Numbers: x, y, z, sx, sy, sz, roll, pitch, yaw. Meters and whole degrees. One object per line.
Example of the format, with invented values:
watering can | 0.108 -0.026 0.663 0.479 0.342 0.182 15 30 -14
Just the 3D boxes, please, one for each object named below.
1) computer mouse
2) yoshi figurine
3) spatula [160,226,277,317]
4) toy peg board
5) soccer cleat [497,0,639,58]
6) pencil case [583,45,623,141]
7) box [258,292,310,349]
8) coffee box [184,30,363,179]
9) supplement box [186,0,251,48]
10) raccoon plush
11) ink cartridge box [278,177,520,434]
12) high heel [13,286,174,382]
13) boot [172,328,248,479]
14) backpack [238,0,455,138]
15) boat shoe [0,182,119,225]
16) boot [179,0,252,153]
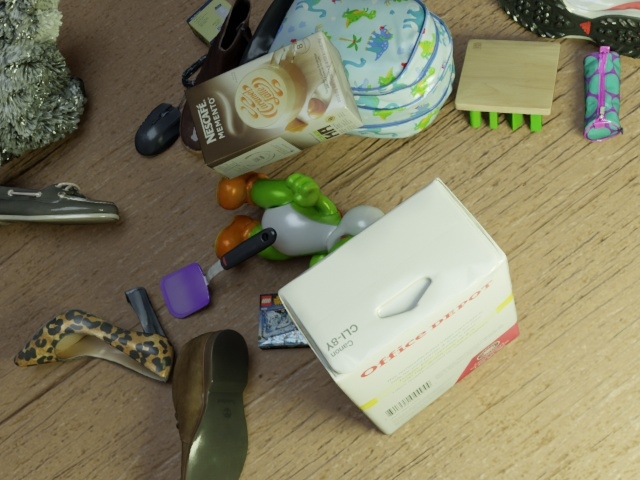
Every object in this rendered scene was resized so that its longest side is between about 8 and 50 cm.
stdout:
computer mouse | -0.272 -0.263 1.904 0.071 0.041 0.242 27 77 22
yoshi figurine | -0.011 0.003 1.647 0.362 0.203 0.203 14 74 21
spatula | -0.171 0.048 1.693 0.296 0.030 0.084 -32 72 41
toy peg board | 0.328 -0.265 1.752 0.161 0.079 0.161 6 55 15
soccer cleat | 0.464 -0.413 1.763 0.318 0.109 0.116 23 54 23
pencil case | 0.478 -0.246 1.700 0.064 0.070 0.152 0 68 14
box | -0.036 0.135 1.700 0.137 0.027 0.094 -3 70 12
coffee box | -0.075 -0.212 1.605 0.246 0.098 0.141 -22 74 14
supplement box | -0.196 -0.414 1.935 0.083 0.056 0.083 -43 66 -5
raccoon plush | -0.573 -0.288 1.794 0.216 0.299 0.446 3 50 7
ink cartridge box | 0.131 0.111 1.473 0.279 0.385 0.160 -36 66 -2
high heel | -0.386 0.204 1.718 0.261 0.093 0.186 -25 59 -7
boot | -0.192 0.302 1.653 0.115 0.112 0.305 -10 68 43
backpack | 0.059 -0.316 1.752 0.355 0.273 0.290 25 70 8
boat shoe | -0.529 -0.078 1.851 0.335 0.112 0.096 0 85 16
boot | -0.189 -0.296 1.800 0.090 0.207 0.248 21 72 -1
